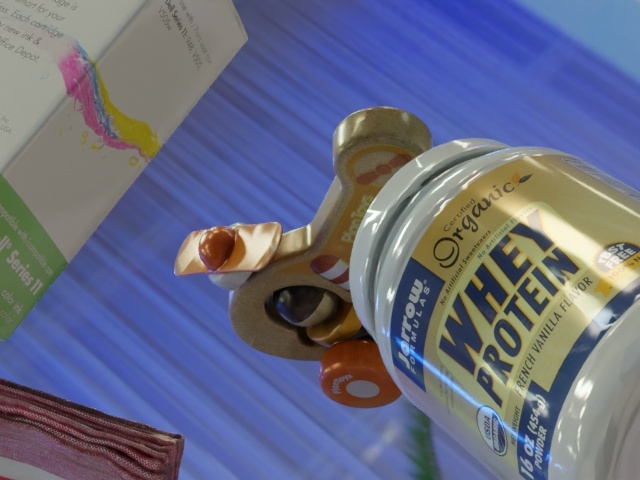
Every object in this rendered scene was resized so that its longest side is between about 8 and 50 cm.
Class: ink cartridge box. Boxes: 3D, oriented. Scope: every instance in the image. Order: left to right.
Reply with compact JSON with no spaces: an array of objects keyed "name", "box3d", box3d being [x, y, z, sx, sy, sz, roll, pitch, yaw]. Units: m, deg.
[{"name":"ink cartridge box","box3d":[-0.198,-0.131,0.971,0.353,0.207,0.119,-53,-30,-18]}]

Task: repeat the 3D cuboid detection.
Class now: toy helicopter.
[{"name":"toy helicopter","box3d":[0.000,0.000,1.252,0.355,0.235,0.140,113,167,-51]}]

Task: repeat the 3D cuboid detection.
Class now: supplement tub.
[{"name":"supplement tub","box3d":[0.179,0.067,1.005,0.228,0.316,0.228,-13,-62,-26]}]

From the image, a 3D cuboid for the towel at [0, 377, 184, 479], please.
[{"name":"towel","box3d":[-0.219,0.209,0.934,0.037,0.237,0.329,-68,-8,-47]}]
